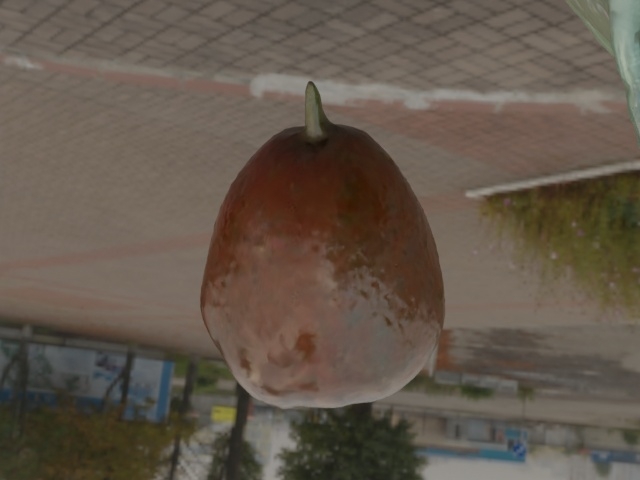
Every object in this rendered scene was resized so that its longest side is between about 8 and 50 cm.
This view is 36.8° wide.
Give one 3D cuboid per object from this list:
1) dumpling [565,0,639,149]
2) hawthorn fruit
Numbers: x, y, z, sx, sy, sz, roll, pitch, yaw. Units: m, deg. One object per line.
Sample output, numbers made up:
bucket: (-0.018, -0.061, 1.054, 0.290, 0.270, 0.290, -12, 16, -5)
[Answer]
dumpling: (0.242, -0.148, 0.511, 0.321, 0.270, 0.212, 4, 156, -26)
hawthorn fruit: (0.000, 0.000, 0.728, 0.199, 0.251, 0.199, 0, -155, 0)
